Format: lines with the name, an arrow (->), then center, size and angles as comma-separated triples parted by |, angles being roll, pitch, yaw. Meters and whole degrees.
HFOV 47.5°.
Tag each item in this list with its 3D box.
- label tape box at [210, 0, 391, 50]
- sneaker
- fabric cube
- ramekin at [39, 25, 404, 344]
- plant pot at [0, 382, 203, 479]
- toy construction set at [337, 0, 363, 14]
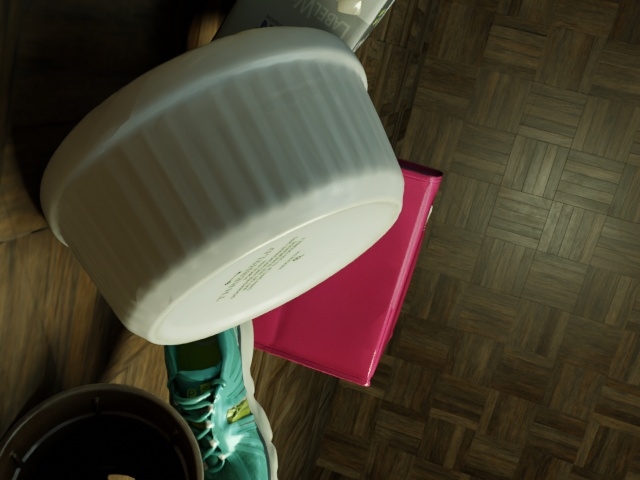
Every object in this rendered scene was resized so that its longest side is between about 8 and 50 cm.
label tape box -> 0.017, -0.244, 0.680 | 0.348, 0.115, 0.249 | -54, -175, 26
sneaker -> -0.113, 0.161, 0.701 | 0.110, 0.107, 0.275 | 61, 16, -74
fabric cube -> 0.000, 0.000, 0.955 | 0.254, 0.259, 0.258 | -29, 135, -77
ramekin -> -0.059, -0.026, 0.558 | 0.273, 0.127, 0.273 | -28, 167, -7
plant pot -> -0.188, 0.235, 0.637 | 0.165, 0.167, 0.167 | 105, 7, -55
toy construction set -> -0.031, -0.274, 0.399 | 0.257, 0.237, 0.309 | -60, 163, -52
